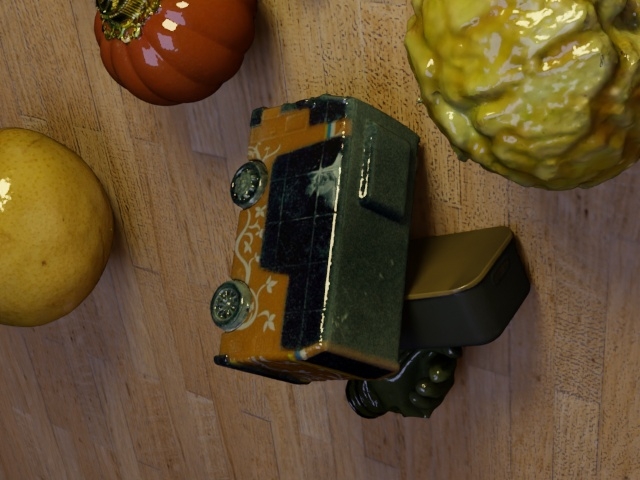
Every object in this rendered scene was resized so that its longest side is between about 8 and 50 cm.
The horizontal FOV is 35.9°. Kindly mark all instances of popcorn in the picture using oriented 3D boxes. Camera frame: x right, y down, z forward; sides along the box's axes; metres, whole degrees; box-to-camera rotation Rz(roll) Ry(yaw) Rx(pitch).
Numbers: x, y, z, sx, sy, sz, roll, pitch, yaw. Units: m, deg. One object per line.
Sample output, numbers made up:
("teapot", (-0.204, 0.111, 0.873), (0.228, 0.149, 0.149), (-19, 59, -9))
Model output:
("popcorn", (0.214, -0.177, 0.924), (0.247, 0.282, 0.282), (-15, 110, 26))

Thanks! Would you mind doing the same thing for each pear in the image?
("pear", (-0.478, -0.023, 1.550), (0.314, 0.314, 0.314), (20, 129, 27))

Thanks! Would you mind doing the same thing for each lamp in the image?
("lamp", (-0.178, -0.274, 1.211), (0.223, 0.196, 0.223), (-10, 74, 37))

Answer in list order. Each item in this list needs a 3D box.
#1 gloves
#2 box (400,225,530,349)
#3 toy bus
("gloves", (0.122, 0.183, 1.355), (0.135, 0.107, 0.268), (57, 153, 3))
("box", (0.148, 0.065, 1.225), (0.201, 0.144, 0.090), (-10, 115, 40))
("toy bus", (0.000, 0.000, 1.169), (0.194, 0.162, 0.323), (-7, 69, 42))
